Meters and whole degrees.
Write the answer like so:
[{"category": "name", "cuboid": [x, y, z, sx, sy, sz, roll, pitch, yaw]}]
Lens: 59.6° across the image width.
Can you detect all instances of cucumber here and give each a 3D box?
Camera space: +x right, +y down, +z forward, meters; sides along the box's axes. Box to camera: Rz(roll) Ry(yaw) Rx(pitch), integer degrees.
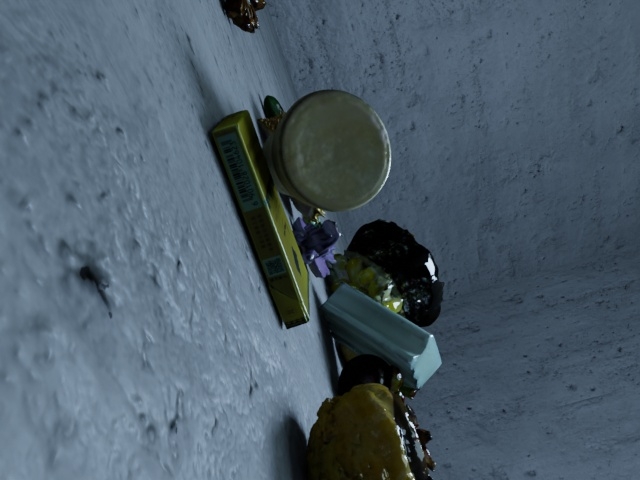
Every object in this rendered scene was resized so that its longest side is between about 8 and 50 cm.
[{"category": "cucumber", "cuboid": [-0.074, -0.205, 1.321, 0.056, 0.056, 0.284, -90, 159, -74]}]

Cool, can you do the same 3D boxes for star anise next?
[{"category": "star anise", "cuboid": [0.262, 0.569, 1.586, 0.272, 0.102, 0.272, 31, -52, 52]}, {"category": "star anise", "cuboid": [-0.171, -0.542, 1.172, 0.177, 0.073, 0.234, 53, 35, -53]}]

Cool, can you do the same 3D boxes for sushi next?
[{"category": "sushi", "cuboid": [0.153, 0.131, 1.577, 0.329, 0.285, 0.328, 50, -15, 36]}]

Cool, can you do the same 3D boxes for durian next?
[{"category": "durian", "cuboid": [-0.024, -0.160, 1.188, 0.183, 0.138, 0.250, 23, -43, 43]}]

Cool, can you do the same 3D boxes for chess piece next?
[{"category": "chess piece", "cuboid": [-0.015, -0.130, 0.887, 0.299, 0.167, 0.167, -163, -126, -75]}]

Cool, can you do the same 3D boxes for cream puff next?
[{"category": "cream puff", "cuboid": [0.048, 0.257, 0.631, 0.189, 0.129, 0.189, 164, -90, -86]}]

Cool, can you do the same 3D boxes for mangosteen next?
[{"category": "mangosteen", "cuboid": [0.109, 0.287, 1.080, 0.137, 0.151, 0.137, -1, 90, -73]}]

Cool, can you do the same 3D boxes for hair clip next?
[{"category": "hair clip", "cuboid": [-0.013, 0.006, 1.143, 0.137, 0.090, 0.278, 61, -5, 8]}]

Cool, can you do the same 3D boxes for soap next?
[{"category": "soap", "cuboid": [0.122, 0.196, 1.171, 0.261, 0.094, 0.150, 30, -26, 36]}]

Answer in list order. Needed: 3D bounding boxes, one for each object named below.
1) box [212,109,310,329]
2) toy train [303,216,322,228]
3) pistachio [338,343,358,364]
[{"category": "box", "cuboid": [-0.074, -0.035, 0.770, 0.153, 0.041, 0.279, -98, 171, -70]}, {"category": "toy train", "cuboid": [-0.008, -0.012, 1.432, 0.081, 0.050, 0.122, -113, -179, -57]}, {"category": "pistachio", "cuboid": [0.104, 0.278, 1.354, 0.189, 0.100, 0.110, 66, 12, -45]}]
